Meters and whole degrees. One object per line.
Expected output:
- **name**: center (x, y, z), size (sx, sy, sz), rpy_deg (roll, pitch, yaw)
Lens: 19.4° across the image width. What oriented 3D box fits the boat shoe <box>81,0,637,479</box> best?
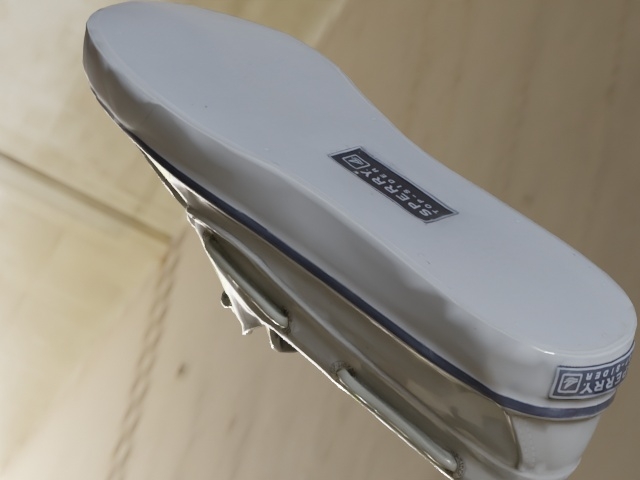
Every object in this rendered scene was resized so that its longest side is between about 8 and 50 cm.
- **boat shoe**: center (0.000, 0.000, 0.691), size (0.096, 0.267, 0.088), rpy_deg (-19, 135, -45)
